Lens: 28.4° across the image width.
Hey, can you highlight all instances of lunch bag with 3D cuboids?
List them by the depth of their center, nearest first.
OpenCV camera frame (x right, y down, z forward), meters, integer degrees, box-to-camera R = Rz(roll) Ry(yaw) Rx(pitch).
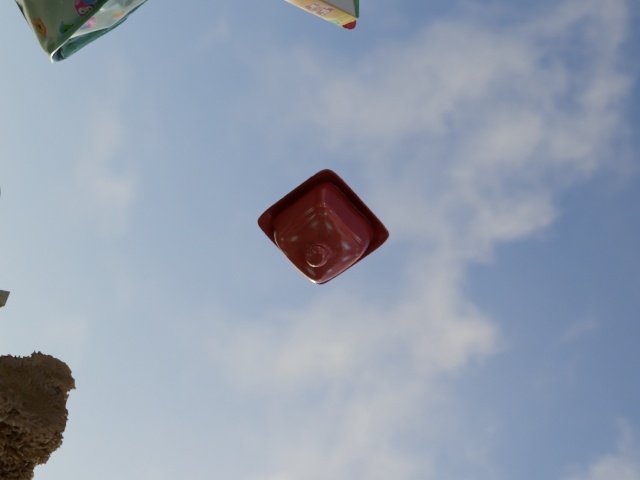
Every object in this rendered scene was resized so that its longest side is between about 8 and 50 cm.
[{"bbox_3d":[-0.345,-0.390,1.736,0.262,0.160,0.223,-28,-85,43],"label":"lunch bag"}]

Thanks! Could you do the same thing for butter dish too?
[{"bbox_3d":[0.000,0.000,1.943,0.160,0.160,0.118,-36,-162,22],"label":"butter dish"}]

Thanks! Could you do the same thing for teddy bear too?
[{"bbox_3d":[-0.413,0.131,1.226,0.113,0.338,0.245,-44,-135,37],"label":"teddy bear"}]

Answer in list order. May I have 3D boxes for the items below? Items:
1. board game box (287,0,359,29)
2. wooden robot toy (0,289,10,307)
[{"bbox_3d":[-0.041,-0.299,1.224,0.039,0.259,0.124,-11,-108,37],"label":"board game box"},{"bbox_3d":[-0.501,0.093,1.668,0.079,0.173,0.076,60,-2,-32],"label":"wooden robot toy"}]
